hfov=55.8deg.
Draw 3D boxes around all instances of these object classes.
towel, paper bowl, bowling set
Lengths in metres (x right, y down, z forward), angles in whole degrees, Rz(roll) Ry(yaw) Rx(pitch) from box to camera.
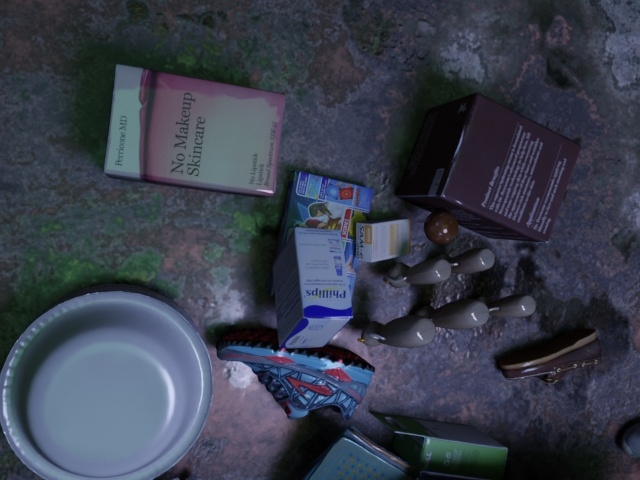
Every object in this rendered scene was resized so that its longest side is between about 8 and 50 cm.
[{"bbox_3d":[0.106,0.475,0.971,0.370,0.040,0.271,35,109,-12],"label":"towel"},{"bbox_3d":[-0.292,0.208,0.845,0.284,0.148,0.285,-1,92,-15],"label":"paper bowl"},{"bbox_3d":[0.195,0.058,0.987,0.286,0.154,0.200,-5,83,-30],"label":"bowling set"}]

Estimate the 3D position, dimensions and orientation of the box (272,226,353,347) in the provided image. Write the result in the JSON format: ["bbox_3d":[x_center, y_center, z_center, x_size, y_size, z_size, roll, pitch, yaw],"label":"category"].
[{"bbox_3d":[-0.015,0.070,0.862,0.072,0.126,0.137,3,62,-18],"label":"box"}]

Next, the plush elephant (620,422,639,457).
[{"bbox_3d":[0.782,0.466,1.120,0.271,0.330,0.256,-25,118,-20],"label":"plush elephant"}]

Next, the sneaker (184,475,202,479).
[{"bbox_3d":[-0.207,0.437,0.933,0.064,0.061,0.158,24,97,-25],"label":"sneaker"}]

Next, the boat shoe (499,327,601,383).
[{"bbox_3d":[0.420,0.221,1.087,0.206,0.073,0.073,-14,95,-15],"label":"boat shoe"}]

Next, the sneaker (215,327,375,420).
[{"bbox_3d":[-0.043,0.218,0.939,0.261,0.104,0.125,18,90,-16],"label":"sneaker"}]

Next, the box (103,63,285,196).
[{"bbox_3d":[-0.180,-0.149,0.865,0.232,0.127,0.149,6,92,-17],"label":"box"}]

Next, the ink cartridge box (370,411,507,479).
[{"bbox_3d":[0.190,0.344,1.009,0.209,0.109,0.062,13,89,-16],"label":"ink cartridge box"}]

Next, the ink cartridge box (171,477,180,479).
[{"bbox_3d":[-0.195,0.514,0.817,0.197,0.198,0.270,-31,125,-12],"label":"ink cartridge box"}]

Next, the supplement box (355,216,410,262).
[{"bbox_3d":[0.102,-0.003,0.980,0.098,0.036,0.062,-8,102,-43],"label":"supplement box"}]

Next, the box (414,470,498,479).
[{"bbox_3d":[0.341,0.631,0.852,0.479,0.297,0.472,7,114,-1],"label":"box"}]

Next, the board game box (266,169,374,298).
[{"bbox_3d":[0.000,0.000,0.973,0.136,0.035,0.201,12,90,-16],"label":"board game box"}]

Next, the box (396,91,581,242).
[{"bbox_3d":[0.266,-0.109,0.975,0.203,0.167,0.169,22,88,-16],"label":"box"}]
